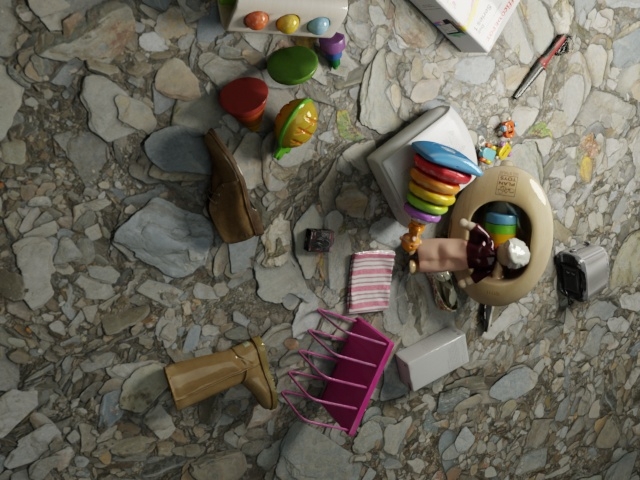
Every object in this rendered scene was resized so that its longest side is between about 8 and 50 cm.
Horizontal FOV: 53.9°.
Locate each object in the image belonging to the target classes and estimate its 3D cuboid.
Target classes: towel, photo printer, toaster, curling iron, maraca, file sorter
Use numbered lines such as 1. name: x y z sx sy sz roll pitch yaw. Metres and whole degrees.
1. towel: 0.151 0.126 1.883 0.144 0.029 0.196 -3 107 -26
2. photo printer: 0.309 -0.222 1.812 0.308 0.107 0.256 -39 119 -13
3. toaster: 0.938 0.114 2.242 0.147 0.129 0.226 -25 115 -22
4. curling iron: 0.698 -0.540 1.961 0.274 0.035 0.068 -47 121 -8
5. maraca: -0.068 -0.277 1.576 0.127 0.099 0.185 -40 165 -43
6. file sorter: 0.036 0.366 1.800 0.182 0.202 0.290 21 95 -28

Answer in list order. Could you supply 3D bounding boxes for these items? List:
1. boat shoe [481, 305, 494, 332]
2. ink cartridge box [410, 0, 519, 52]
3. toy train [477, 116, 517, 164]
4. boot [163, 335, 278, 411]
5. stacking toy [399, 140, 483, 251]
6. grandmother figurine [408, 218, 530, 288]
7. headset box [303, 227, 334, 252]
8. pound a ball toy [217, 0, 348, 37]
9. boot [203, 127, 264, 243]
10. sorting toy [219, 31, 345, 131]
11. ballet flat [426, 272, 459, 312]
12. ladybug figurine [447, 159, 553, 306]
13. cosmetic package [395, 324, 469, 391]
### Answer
1. boat shoe: 0.566 0.254 2.140 0.046 0.038 0.125 -41 139 -61
2. ink cartridge box: 0.391 -0.672 1.707 0.278 0.117 0.201 31 90 -32
3. toy train: 0.539 -0.306 1.947 0.166 0.046 0.125 -27 115 -22
4. boot: -0.269 0.400 1.718 0.270 0.089 0.236 -19 103 -22
5. stacking toy: 0.290 -0.105 1.700 0.175 0.165 0.301 14 110 -16
6. grandmother figurine: 0.436 0.036 1.851 0.343 0.104 0.207 0 114 19
7. headset box: 0.000 0.000 1.761 0.083 0.032 0.062 3 104 -27
8. pound a ball toy: -0.091 -0.553 1.416 0.319 0.208 0.135 -6 71 -28
9. boot: -0.240 -0.125 1.557 0.115 0.112 0.305 -23 118 -9
10. sorting toy: -0.080 -0.387 1.576 0.366 0.127 0.126 -38 149 -16
11. ballet flat: 0.390 0.128 1.983 0.091 0.077 0.240 -32 117 -15
12. ladybug figurine: 0.553 -0.024 1.931 0.162 0.305 0.448 -35 133 -65
13. cosmetic package: 0.365 0.381 2.047 0.231 0.085 0.117 -21 114 -19
